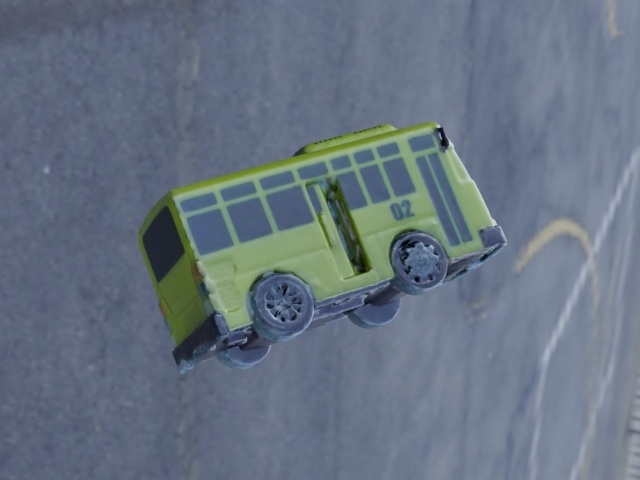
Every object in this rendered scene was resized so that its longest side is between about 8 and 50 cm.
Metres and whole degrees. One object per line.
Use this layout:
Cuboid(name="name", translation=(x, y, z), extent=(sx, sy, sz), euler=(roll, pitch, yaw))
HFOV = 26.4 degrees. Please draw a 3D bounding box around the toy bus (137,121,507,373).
Cuboid(name="toy bus", translation=(0.000, 0.000, 1.084), extent=(0.150, 0.262, 0.128), euler=(68, -26, 10))
